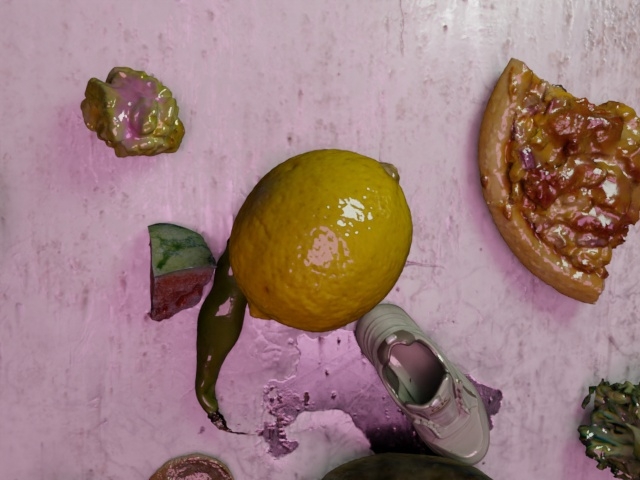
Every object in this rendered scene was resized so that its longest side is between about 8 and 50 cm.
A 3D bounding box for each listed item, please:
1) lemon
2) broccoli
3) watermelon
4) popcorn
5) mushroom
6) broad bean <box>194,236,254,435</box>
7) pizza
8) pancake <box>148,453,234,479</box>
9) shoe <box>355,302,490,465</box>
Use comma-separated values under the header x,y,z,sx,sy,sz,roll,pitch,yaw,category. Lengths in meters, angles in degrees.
x,y,z,sx,sy,sz,roll,pitch,yaw,category
0.001,0.000,0.986,0.267,0.267,0.267,-1,98,-5,lemon
0.536,0.297,1.062,0.177,0.275,0.198,23,85,-6,broccoli
-0.212,0.061,1.041,0.098,0.121,0.158,3,99,-18,watermelon
-0.270,-0.182,0.996,0.145,0.126,0.125,16,81,20,popcorn
0.136,0.408,1.053,0.344,0.247,0.130,-3,90,20,mushroom
-0.148,0.151,1.087,0.098,0.056,0.318,1,101,-4,broad bean
0.390,-0.095,1.079,0.278,0.114,0.409,-15,102,2,pizza
-0.210,0.418,1.132,0.152,0.025,0.151,-1,99,-5,pancake
0.176,0.243,1.078,0.124,0.159,0.316,-39,97,0,shoe
